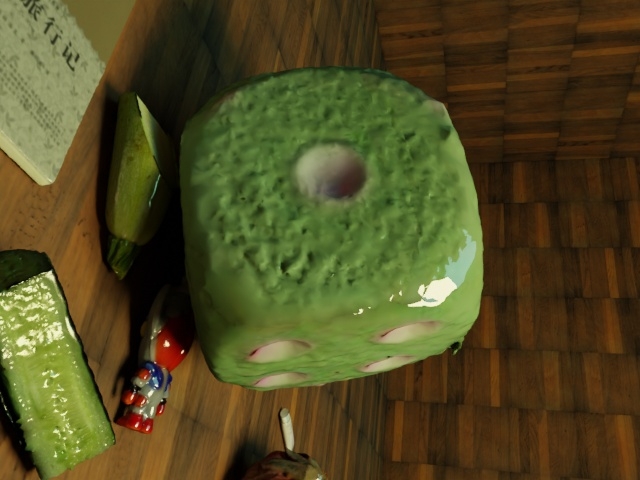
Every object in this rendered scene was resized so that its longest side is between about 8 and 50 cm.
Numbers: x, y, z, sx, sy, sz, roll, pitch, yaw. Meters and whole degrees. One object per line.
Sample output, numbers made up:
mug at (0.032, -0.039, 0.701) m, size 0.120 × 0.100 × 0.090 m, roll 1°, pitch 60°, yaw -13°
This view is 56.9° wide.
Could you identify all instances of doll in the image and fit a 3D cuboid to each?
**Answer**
doll at (-0.189, 0.130, 0.708) m, size 0.104 × 0.062 × 0.194 m, roll 43°, pitch 55°, yaw -49°

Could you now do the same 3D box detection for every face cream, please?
face cream at (-0.067, 0.395, 1.213) m, size 0.038 × 0.020 × 0.115 m, roll -65°, pitch 154°, yaw -58°

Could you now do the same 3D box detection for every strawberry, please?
strawberry at (-0.082, 0.513, 0.959) m, size 0.265 × 0.149 × 0.335 m, roll -60°, pitch 157°, yaw -74°

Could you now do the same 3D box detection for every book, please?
book at (-0.256, -0.237, 0.535) m, size 0.217 × 0.021 × 0.310 m, roll 66°, pitch 28°, yaw -55°

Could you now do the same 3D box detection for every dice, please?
dice at (0.000, 0.000, 0.752) m, size 0.330 × 0.323 × 0.318 m, roll 95°, pitch -13°, yaw -64°

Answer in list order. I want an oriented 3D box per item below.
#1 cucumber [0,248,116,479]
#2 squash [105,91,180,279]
cucumber at (-0.245, 0.112, 0.512) m, size 0.078 × 0.062 × 0.211 m, roll -28°, pitch 129°, yaw -35°
squash at (-0.195, -0.056, 0.651) m, size 0.090 × 0.075 × 0.200 m, roll 140°, pitch -45°, yaw -76°
